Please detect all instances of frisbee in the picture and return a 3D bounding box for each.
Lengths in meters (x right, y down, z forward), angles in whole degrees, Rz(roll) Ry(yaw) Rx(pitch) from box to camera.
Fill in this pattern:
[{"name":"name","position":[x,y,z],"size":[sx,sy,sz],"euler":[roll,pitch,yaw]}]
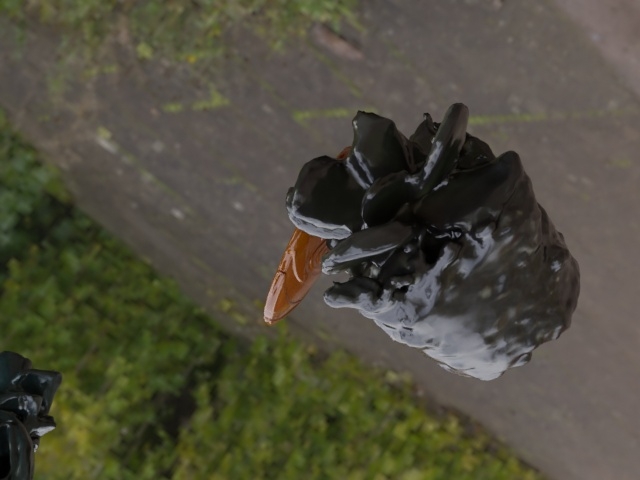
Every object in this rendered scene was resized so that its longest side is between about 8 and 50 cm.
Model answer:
[{"name":"frisbee","position":[0.000,0.000,1.444],"size":[0.035,0.192,0.192],"euler":[26,162,6]}]

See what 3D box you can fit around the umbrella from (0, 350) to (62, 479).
[{"name":"umbrella","position":[-0.279,0.210,1.240],"size":[0.094,0.143,0.349],"euler":[11,-167,-8]}]

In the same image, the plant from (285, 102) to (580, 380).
[{"name":"plant","position":[0.098,-0.007,1.310],"size":[0.276,0.199,0.188],"euler":[42,-172,-44]}]
